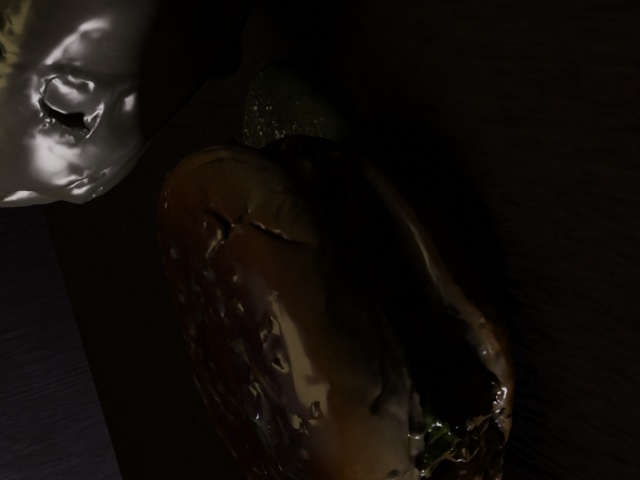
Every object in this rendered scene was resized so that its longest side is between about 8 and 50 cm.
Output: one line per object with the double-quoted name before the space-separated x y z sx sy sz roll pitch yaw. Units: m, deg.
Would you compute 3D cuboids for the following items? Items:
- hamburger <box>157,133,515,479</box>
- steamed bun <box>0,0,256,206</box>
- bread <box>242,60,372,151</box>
"hamburger" 0.003 0.068 0.882 0.286 0.146 0.243 61 156 5
"steamed bun" -0.142 -0.187 0.953 0.310 0.219 0.324 47 126 50
"bread" 0.000 0.000 1.054 0.267 0.040 0.267 162 90 -73
